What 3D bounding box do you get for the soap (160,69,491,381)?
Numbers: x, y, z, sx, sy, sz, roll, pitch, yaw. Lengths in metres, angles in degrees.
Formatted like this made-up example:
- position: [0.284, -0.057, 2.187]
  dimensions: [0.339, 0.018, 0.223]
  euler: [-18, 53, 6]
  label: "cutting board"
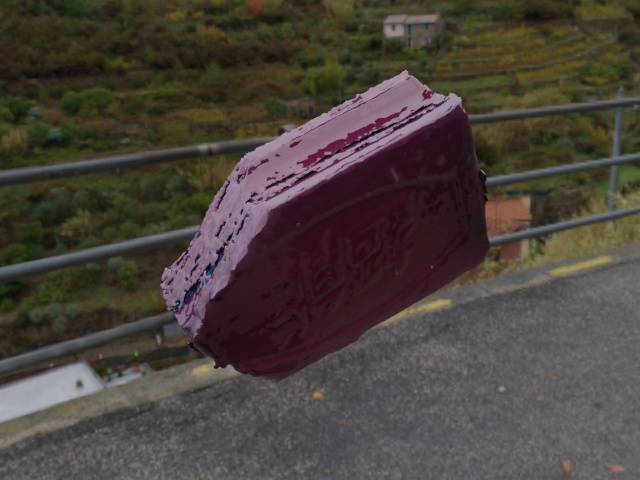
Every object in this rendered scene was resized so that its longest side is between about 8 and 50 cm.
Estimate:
- position: [0.000, 0.000, 0.522]
  dimensions: [0.249, 0.162, 0.099]
  euler: [-30, 40, -10]
  label: "soap"
